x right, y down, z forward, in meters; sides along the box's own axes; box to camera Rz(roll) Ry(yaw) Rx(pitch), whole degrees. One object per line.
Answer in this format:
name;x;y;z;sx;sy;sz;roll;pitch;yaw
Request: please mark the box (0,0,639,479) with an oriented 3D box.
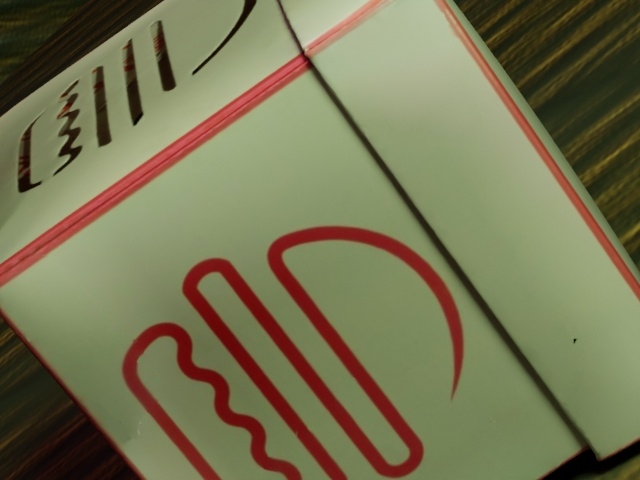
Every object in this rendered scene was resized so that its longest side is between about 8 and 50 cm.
box;0.000;0.000;1.210;0.300;0.312;0.314;-35;21;6
